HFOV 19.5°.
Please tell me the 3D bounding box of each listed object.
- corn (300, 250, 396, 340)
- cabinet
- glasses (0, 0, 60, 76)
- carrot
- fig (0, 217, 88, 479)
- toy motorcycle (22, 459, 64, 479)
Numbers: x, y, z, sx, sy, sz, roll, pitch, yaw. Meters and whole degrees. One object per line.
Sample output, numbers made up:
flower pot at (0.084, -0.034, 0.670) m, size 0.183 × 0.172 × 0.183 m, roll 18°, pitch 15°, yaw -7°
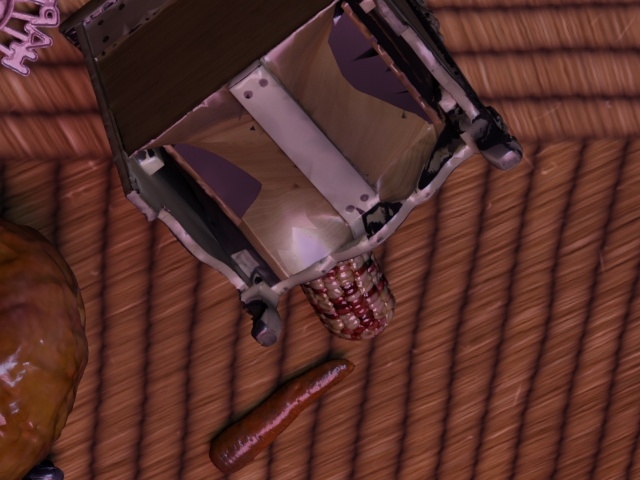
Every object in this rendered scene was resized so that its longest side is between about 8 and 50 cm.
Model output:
corn at (0.000, 0.000, 1.887) m, size 0.086 × 0.086 × 0.253 m, roll -27°, pitch 127°, yaw 2°
cabinet at (-0.030, -0.130, 1.644) m, size 0.290 × 0.318 × 0.227 m, roll -36°, pitch 126°, yaw 9°
glasses at (-0.292, -0.247, 1.628) m, size 0.162 × 0.095 × 0.255 m, roll -7°, pitch 128°, yaw -22°
carrot at (-0.043, 0.185, 2.029) m, size 0.191 × 0.047 × 0.047 m, roll -40°, pitch 125°, yaw 8°
fig at (-0.348, 0.146, 1.802) m, size 0.286 × 0.286 × 0.369 m, roll -17°, pitch 149°, yaw -5°
toy motorcycle at (-0.353, 0.276, 1.961) m, size 0.173 × 0.100 × 0.058 m, roll -12°, pitch 126°, yaw -7°
